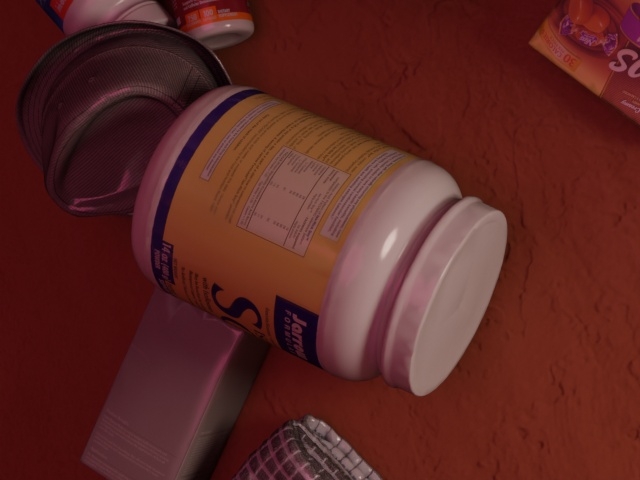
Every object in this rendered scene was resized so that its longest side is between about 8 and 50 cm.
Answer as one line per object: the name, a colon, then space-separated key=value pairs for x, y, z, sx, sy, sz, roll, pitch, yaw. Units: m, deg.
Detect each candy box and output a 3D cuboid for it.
candy box: x=0.317 y=-0.186 z=1.464 sx=0.186 sy=0.053 sz=0.109 roll=41 pitch=105 yaw=19

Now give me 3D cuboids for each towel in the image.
towel: x=-0.006 y=0.365 z=1.568 sx=0.284 sy=0.121 sz=0.235 roll=47 pitch=108 yaw=17

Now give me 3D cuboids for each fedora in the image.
fedora: x=-0.220 y=-0.109 z=1.603 sx=0.275 sy=0.124 sz=0.244 roll=-29 pitch=115 yaw=22

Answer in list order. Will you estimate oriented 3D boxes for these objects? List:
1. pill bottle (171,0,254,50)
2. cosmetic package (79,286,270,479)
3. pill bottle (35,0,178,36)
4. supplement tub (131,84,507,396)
pill bottle: x=-0.131 y=-0.297 z=1.640 sx=0.086 sy=0.086 sz=0.152 roll=-17 pitch=84 yaw=23
cosmetic package: x=-0.161 y=0.174 z=1.647 sx=0.127 sy=0.107 sz=0.238 roll=31 pitch=99 yaw=21
pill bottle: x=-0.266 y=-0.297 z=1.678 sx=0.124 sy=0.124 sz=0.221 roll=-47 pitch=73 yaw=16
supplement tub: x=0.000 y=0.000 z=1.499 sx=0.331 sy=0.241 sz=0.241 roll=25 pitch=100 yaw=22
